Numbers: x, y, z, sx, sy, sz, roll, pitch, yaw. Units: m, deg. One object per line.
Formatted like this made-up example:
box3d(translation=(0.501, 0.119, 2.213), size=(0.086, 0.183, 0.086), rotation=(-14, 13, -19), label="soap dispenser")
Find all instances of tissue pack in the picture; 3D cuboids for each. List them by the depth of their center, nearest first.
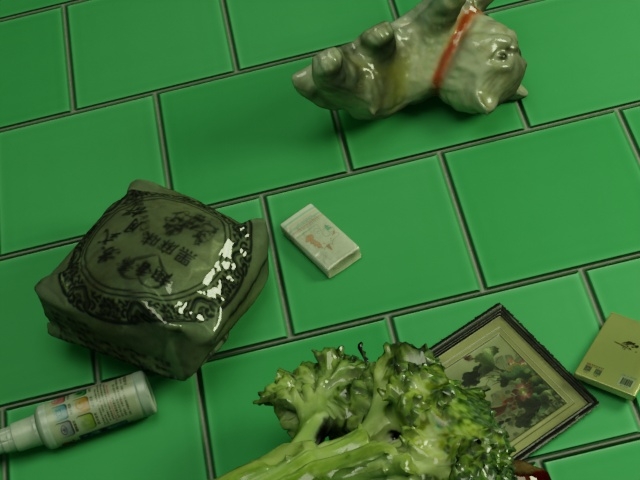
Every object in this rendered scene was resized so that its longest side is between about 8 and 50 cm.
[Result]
box3d(translation=(0.000, 0.000, 1.883), size=(0.056, 0.023, 0.108), rotation=(-34, 53, -16), label="tissue pack")

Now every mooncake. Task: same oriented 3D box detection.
box3d(translation=(-0.201, 0.038, 1.805), size=(0.254, 0.136, 0.250), rotation=(17, 47, 24), label="mooncake")

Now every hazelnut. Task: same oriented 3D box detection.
box3d(translation=(0.216, 0.283, 1.579), size=(0.086, 0.086, 0.086), rotation=(-6, 50, 7), label="hazelnut")

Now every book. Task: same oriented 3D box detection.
box3d(translation=(0.358, 0.136, 1.700), size=(0.077, 0.014, 0.111), rotation=(21, 51, 25), label="book")

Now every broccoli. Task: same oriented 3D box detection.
box3d(translation=(0.028, 0.272, 1.462), size=(0.353, 0.275, 0.397), rotation=(-13, 5, 39), label="broccoli")

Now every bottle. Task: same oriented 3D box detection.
box3d(translation=(-0.310, 0.218, 1.747), size=(0.217, 0.060, 0.060), rotation=(-18, 50, -5), label="bottle")

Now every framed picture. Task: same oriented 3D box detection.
box3d(translation=(0.195, 0.183, 1.702), size=(0.195, 0.010, 0.199), rotation=(-32, 52, -15), label="framed picture")

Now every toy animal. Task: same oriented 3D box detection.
box3d(translation=(0.131, -0.223, 1.940), size=(0.266, 0.188, 0.308), rotation=(-24, 5, 34), label="toy animal")
